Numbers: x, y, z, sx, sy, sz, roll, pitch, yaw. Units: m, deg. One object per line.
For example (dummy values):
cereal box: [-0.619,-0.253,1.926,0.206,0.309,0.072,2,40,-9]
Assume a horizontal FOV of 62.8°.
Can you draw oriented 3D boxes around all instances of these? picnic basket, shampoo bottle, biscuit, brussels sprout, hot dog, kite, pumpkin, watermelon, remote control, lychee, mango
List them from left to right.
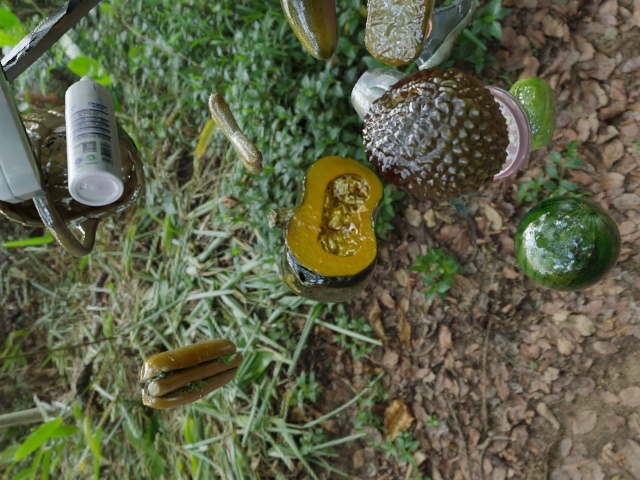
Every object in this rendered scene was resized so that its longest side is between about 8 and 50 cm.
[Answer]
remote control: [-0.248,-0.149,0.360,0.103,0.034,0.250,7,115,64]
picnic basket: [-0.557,-0.113,1.142,0.337,0.337,0.293,50,160,36]
shampoo bottle: [-0.434,-0.207,0.995,0.092,0.092,0.303,-53,46,38]
hot dog: [-0.223,0.238,0.949,0.068,0.249,0.100,-6,89,27]
biscuit: [-0.218,-0.270,1.353,0.208,0.047,0.164,55,170,0]
mango: [-0.028,-0.517,1.104,0.111,0.133,0.268,-4,111,23]
pumpkin: [0.000,0.000,1.127,0.232,0.241,0.325,113,174,-53]
biscuit: [0.146,-0.435,0.938,0.118,0.029,0.247,14,132,9]
lychee: [0.223,-0.194,1.004,0.267,0.267,0.268,4,95,51]
kite: [0.324,-0.112,1.217,0.011,0.156,0.139,123,148,-57]
brussels sprout: [0.564,-0.344,1.446,0.161,0.223,0.223,0,92,13]
watermelon: [0.607,0.010,1.302,0.242,0.242,0.243,4,95,51]

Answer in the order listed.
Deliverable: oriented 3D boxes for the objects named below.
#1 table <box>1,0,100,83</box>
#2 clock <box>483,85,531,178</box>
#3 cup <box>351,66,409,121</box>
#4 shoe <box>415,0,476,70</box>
table: [-0.258,-0.296,0.340,0.334,0.272,0.223,-26,74,23]
clock: [0.435,-0.277,1.362,0.244,0.056,0.245,35,138,38]
cup: [0.214,-0.409,1.564,0.257,0.301,0.227,37,92,19]
shoe: [0.379,-0.718,1.735,0.337,0.171,0.132,-59,18,-17]
